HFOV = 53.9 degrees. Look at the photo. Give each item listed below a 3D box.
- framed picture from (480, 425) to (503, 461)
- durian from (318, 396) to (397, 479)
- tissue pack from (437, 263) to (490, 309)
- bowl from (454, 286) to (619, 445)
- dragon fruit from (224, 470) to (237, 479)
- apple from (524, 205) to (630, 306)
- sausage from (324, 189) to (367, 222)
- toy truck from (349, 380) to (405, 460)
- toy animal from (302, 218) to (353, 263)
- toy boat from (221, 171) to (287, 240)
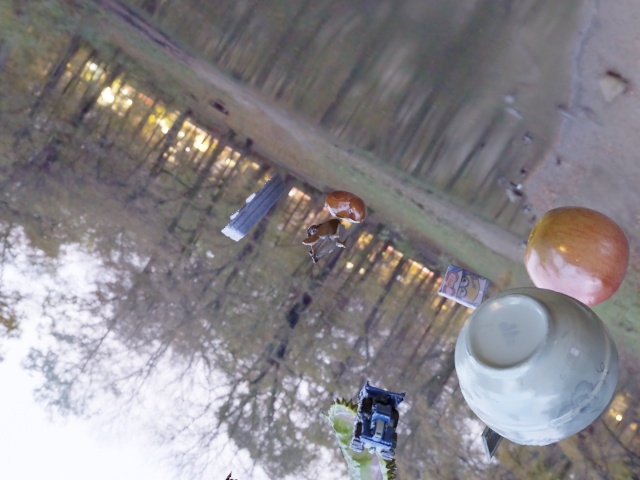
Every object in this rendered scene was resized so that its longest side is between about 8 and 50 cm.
[{"bbox_3d":[0.550,0.572,1.939,0.011,0.183,0.142,15,140,40],"label":"framed picture"},{"bbox_3d":[0.131,0.635,1.917,0.356,0.169,0.157,63,-177,21],"label":"durian"},{"bbox_3d":[0.508,0.166,2.231,0.155,0.116,0.065,23,172,6],"label":"tissue pack"},{"bbox_3d":[0.390,0.214,1.211,0.163,0.307,0.307,43,176,-35],"label":"bowl"},{"bbox_3d":[-0.221,0.754,1.644,0.240,0.253,0.241,26,-176,-2],"label":"dragon fruit"},{"bbox_3d":[0.912,0.047,2.274,0.363,0.364,0.364,31,-177,-2],"label":"apple"},{"bbox_3d":[0.083,-0.107,1.963,0.089,0.089,0.179,29,-179,-43],"label":"sausage"},{"bbox_3d":[0.149,0.450,1.629,0.113,0.126,0.208,15,-147,1],"label":"toy truck"},{"bbox_3d":[0.000,0.000,1.934,0.179,0.188,0.089,2,133,43],"label":"toy animal"},{"bbox_3d":[-0.214,-0.118,2.104,0.078,0.283,0.127,44,157,-7],"label":"toy boat"}]
